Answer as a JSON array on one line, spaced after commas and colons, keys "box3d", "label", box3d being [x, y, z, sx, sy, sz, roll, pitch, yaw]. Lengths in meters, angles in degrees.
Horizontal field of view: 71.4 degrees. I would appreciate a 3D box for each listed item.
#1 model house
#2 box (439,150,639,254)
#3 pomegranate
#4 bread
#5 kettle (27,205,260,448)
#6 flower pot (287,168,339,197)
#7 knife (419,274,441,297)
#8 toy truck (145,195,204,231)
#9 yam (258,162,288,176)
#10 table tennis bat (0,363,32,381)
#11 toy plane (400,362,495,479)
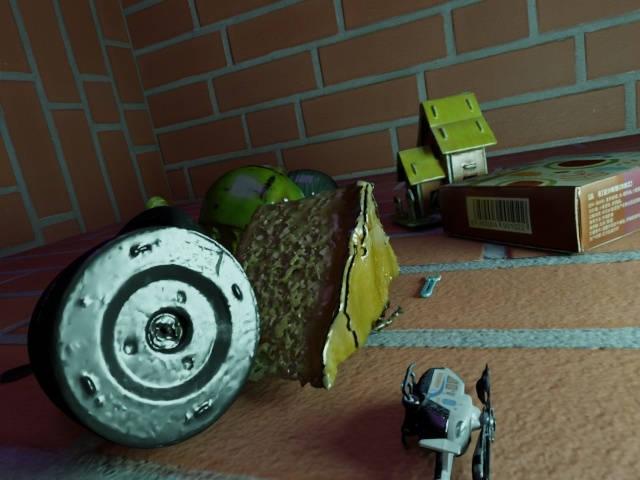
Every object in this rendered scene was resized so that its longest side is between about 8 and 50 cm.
[{"box3d": [0.323, -0.235, 1.271, 0.300, 0.324, 0.340, -12, 12, -6], "label": "model house"}, {"box3d": [0.517, -0.097, 0.950, 0.384, 0.122, 0.344, -16, 13, -22], "label": "box"}, {"box3d": [-0.167, -0.050, 1.052, 0.260, 0.261, 0.340, -20, 19, -35], "label": "pomegranate"}, {"box3d": [0.001, 0.098, 0.673, 0.248, 0.279, 0.316, -6, 56, 25], "label": "bread"}, {"box3d": [-0.227, 0.080, 0.541, 0.207, 0.269, 0.290, 28, -25, -34], "label": "kettle"}, {"box3d": [-0.051, -0.149, 1.533, 0.242, 0.189, 0.157, -1, 55, 19], "label": "flower pot"}, {"box3d": [0.181, 0.073, 0.741, 0.027, 0.010, 0.096, -6, 14, 25], "label": "knife"}, {"box3d": [-0.347, 0.011, 1.086, 0.187, 0.211, 0.148, 22, 30, 36], "label": "toy truck"}, {"box3d": [-0.169, -0.117, 1.420, 0.129, 0.239, 0.128, -2, 0, 30], "label": "yam"}, {"box3d": [-0.496, 0.215, 0.706, 0.083, 0.007, 0.050, -16, 14, -30], "label": "table tennis bat"}, {"box3d": [0.103, 0.152, 0.364, 0.078, 0.054, 0.197, 2, 12, 17], "label": "toy plane"}]
